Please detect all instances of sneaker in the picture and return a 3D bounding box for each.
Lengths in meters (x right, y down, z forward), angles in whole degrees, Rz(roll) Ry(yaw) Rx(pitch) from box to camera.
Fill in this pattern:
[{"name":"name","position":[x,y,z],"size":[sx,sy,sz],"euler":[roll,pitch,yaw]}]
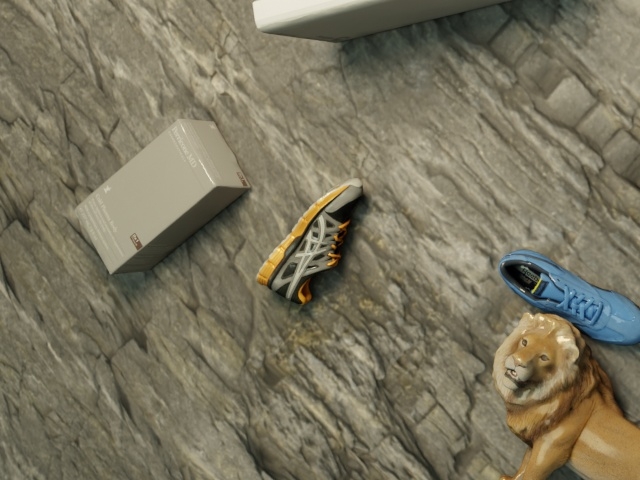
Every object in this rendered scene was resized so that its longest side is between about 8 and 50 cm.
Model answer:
[{"name":"sneaker","position":[0.322,0.078,1.848],"size":[0.209,0.082,0.069],"euler":[30,105,22]},{"name":"sneaker","position":[0.000,0.000,2.021],"size":[0.083,0.084,0.215],"euler":[41,115,6]}]

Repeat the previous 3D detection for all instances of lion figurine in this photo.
[{"name":"lion figurine","position":[0.373,0.277,1.821],"size":[0.392,0.142,0.240],"euler":[31,100,8]}]

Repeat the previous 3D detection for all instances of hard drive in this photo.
[{"name":"hard drive","position":[0.122,-0.319,1.840],"size":[0.353,0.233,0.047],"euler":[-9,89,28]}]

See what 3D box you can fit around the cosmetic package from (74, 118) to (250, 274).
[{"name":"cosmetic package","position":[-0.234,-0.064,2.122],"size":[0.238,0.107,0.127],"euler":[-40,72,27]}]
